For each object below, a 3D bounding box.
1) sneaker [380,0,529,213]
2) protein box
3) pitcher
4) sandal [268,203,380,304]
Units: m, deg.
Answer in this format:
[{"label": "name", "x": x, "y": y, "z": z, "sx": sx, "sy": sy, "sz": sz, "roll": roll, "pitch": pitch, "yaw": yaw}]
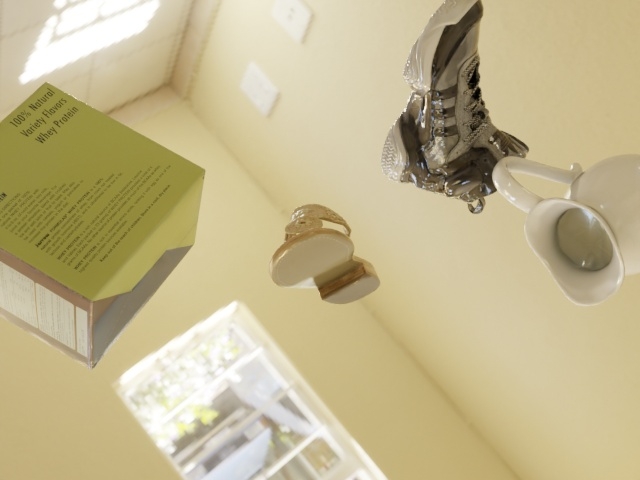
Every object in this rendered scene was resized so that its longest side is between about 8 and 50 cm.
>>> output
[{"label": "sneaker", "x": 0.169, "y": -0.146, "z": 1.088, "sx": 0.101, "sy": 0.153, "sz": 0.268, "roll": -47, "pitch": 161, "yaw": -40}, {"label": "protein box", "x": -0.260, "y": -0.018, "z": 1.006, "sx": 0.200, "sy": 0.201, "sz": 0.136, "roll": -55, "pitch": 170, "yaw": -37}, {"label": "pitcher", "x": 0.283, "y": -0.037, "z": 1.015, "sx": 0.207, "sy": 0.178, "sz": 0.125, "roll": -22, "pitch": 156, "yaw": -46}, {"label": "sandal", "x": -0.006, "y": 0.003, "z": 1.010, "sx": 0.088, "sy": 0.079, "sz": 0.240, "roll": -28, "pitch": 158, "yaw": 10}]
